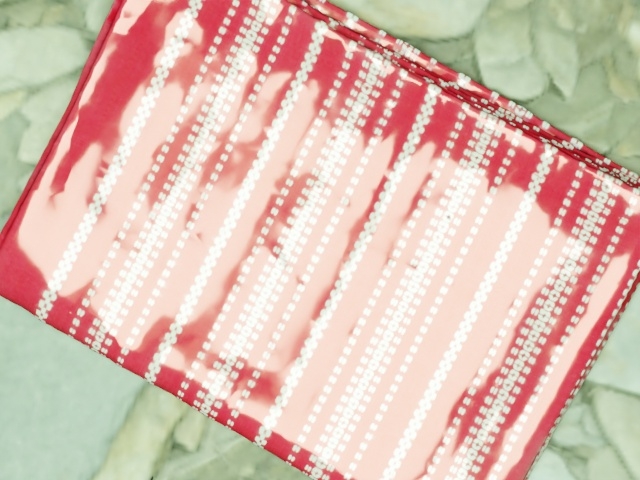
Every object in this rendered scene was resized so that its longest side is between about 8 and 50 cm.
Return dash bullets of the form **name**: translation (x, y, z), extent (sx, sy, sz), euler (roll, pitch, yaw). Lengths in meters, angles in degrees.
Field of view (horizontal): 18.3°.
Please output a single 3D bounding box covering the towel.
- **towel**: translation (0.000, 0.000, 0.916), extent (0.274, 0.031, 0.199), euler (29, 95, 5)
